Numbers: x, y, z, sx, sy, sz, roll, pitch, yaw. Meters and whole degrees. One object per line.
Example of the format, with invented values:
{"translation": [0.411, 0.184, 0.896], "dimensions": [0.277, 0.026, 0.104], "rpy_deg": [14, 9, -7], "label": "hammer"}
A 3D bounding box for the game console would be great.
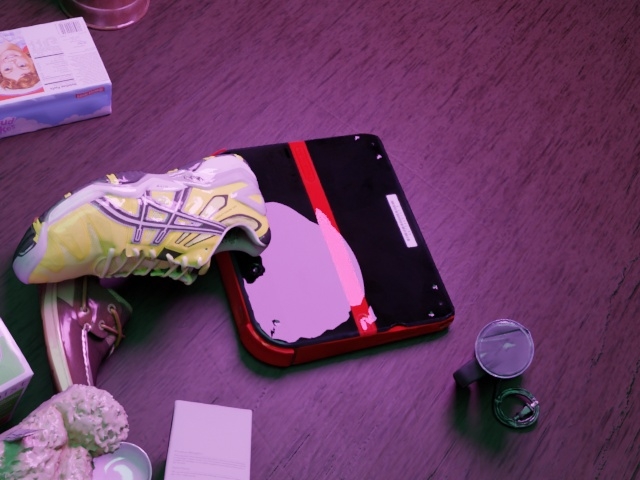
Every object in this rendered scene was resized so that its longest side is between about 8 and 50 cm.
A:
{"translation": [0.000, 0.000, 1.410], "dimensions": [0.342, 0.060, 0.387], "rpy_deg": [-9, 61, -22], "label": "game console"}

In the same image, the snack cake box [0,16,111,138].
{"translation": [-0.491, -0.258, 1.426], "dimensions": [0.264, 0.089, 0.152], "rpy_deg": [-17, 66, -22], "label": "snack cake box"}

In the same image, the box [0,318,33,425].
{"translation": [-0.498, 0.199, 1.027], "dimensions": [0.262, 0.231, 0.127], "rpy_deg": [-29, 82, -35], "label": "box"}

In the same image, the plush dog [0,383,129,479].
{"translation": [-0.328, 0.330, 1.022], "dimensions": [0.262, 0.210, 0.225], "rpy_deg": [-29, 99, 6], "label": "plush dog"}

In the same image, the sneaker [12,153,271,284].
{"translation": [-0.227, -0.010, 1.209], "dimensions": [0.384, 0.145, 0.147], "rpy_deg": [-21, 71, -33], "label": "sneaker"}

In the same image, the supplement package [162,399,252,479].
{"translation": [-0.146, 0.301, 1.106], "dimensions": [0.105, 0.105, 0.179], "rpy_deg": [9, 26, -7], "label": "supplement package"}

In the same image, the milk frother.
{"translation": [0.281, 0.200, 1.297], "dimensions": [0.143, 0.135, 0.129], "rpy_deg": [38, 89, 14], "label": "milk frother"}

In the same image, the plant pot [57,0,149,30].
{"translation": [-0.385, -0.490, 1.550], "dimensions": [0.167, 0.165, 0.167], "rpy_deg": [6, 58, -9], "label": "plant pot"}

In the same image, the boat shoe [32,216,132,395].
{"translation": [-0.324, 0.105, 1.224], "dimensions": [0.123, 0.123, 0.342], "rpy_deg": [-8, 55, -16], "label": "boat shoe"}

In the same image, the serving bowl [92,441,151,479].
{"translation": [-0.266, 0.312, 1.160], "dimensions": [0.083, 0.027, 0.083], "rpy_deg": [6, 57, -10], "label": "serving bowl"}
